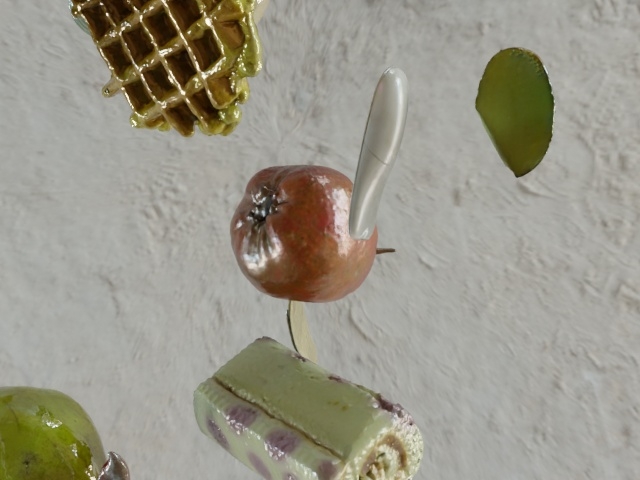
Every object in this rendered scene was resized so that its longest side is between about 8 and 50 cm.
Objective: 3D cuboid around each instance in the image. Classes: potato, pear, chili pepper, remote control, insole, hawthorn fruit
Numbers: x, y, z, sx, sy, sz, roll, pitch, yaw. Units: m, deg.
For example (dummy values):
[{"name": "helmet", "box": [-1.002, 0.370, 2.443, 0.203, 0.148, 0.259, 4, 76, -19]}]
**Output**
[{"name": "potato", "box": [0.302, -0.200, 1.741, 0.119, 0.054, 0.198, -14, 102, 13]}, {"name": "pear", "box": [-0.446, 0.336, 1.772, 0.269, 0.212, 0.212, 35, 93, 14]}, {"name": "chili pepper", "box": [-0.305, 0.370, 1.665, 0.050, 0.041, 0.153, -5, 111, -28]}, {"name": "remote control", "box": [0.080, -0.111, 1.466, 0.044, 0.073, 0.229, 12, 92, 22]}, {"name": "insole", "box": [-0.026, 0.152, 1.804, 0.011, 0.248, 0.081, -2, 61, 10]}, {"name": "hawthorn fruit", "box": [0.000, 0.000, 1.671, 0.262, 0.210, 0.210, 23, 94, -39]}]

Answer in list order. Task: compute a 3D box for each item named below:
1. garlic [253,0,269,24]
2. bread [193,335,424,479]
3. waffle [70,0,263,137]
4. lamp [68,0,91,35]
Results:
[{"name": "garlic", "box": [-0.155, -0.403, 1.818, 0.228, 0.110, 0.217, -18, 55, 25]}, {"name": "bread", "box": [-0.025, 0.273, 1.639, 0.187, 0.338, 0.155, -39, 127, -24]}, {"name": "waffle", "box": [-0.174, -0.244, 1.140, 0.282, 0.058, 0.300, 11, 123, 38]}, {"name": "lamp", "box": [-0.337, -0.383, 1.810, 0.106, 0.193, 0.106, 0, 110, 1]}]
